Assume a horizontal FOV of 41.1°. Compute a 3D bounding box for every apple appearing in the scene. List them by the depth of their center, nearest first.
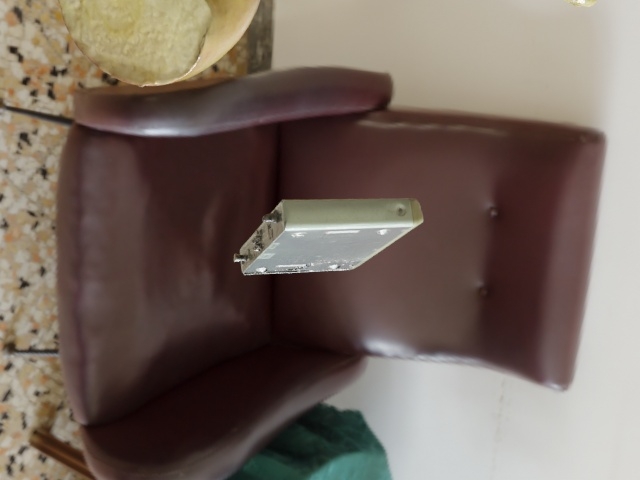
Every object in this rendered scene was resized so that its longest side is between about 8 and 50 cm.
[{"bbox_3d":[-0.177,-0.337,0.996,0.163,0.251,0.292,-28,128,-53],"label":"apple"}]

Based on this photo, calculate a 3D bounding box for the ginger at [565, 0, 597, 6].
[{"bbox_3d":[0.210,-0.438,0.832,0.122,0.363,0.348,-87,-160,-55],"label":"ginger"}]

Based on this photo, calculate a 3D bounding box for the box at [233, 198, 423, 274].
[{"bbox_3d":[0.000,0.000,1.189,0.211,0.270,0.045,-2,76,-19],"label":"box"}]
